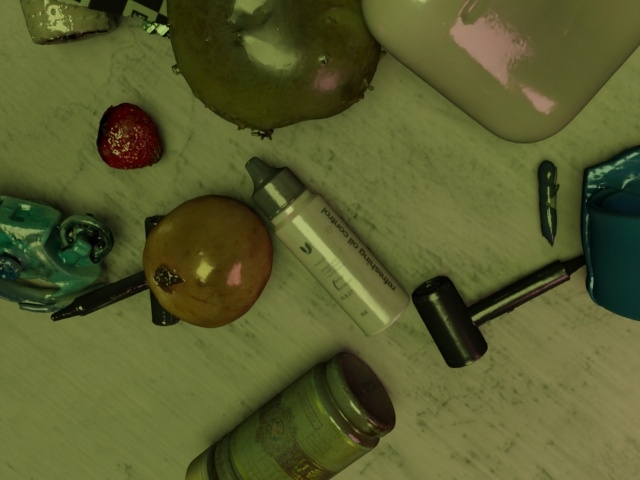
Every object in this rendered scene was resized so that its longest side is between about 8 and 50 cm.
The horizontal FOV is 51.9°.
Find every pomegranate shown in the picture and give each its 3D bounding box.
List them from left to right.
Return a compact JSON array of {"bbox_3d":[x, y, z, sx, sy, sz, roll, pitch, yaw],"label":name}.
[{"bbox_3d":[-0.159,0.031,0.946,0.191,0.191,0.191,2,106,7],"label":"pomegranate"}]

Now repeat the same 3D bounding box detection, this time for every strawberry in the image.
[{"bbox_3d":[-0.278,-0.149,0.961,0.106,0.106,0.106,2,106,7],"label":"strawberry"}]

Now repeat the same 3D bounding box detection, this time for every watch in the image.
[{"bbox_3d":[0.484,0.003,0.799,0.305,0.274,0.241,-8,103,10],"label":"watch"}]

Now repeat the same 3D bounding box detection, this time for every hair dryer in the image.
[{"bbox_3d":[-0.308,0.059,0.991,0.195,0.050,0.173,-10,107,-35],"label":"hair dryer"},{"bbox_3d":[0.268,0.073,0.969,0.255,0.070,0.128,-31,99,7],"label":"hair dryer"}]

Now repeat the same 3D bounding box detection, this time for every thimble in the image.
[{"bbox_3d":[-0.352,-0.323,0.914,0.115,0.102,0.090,-13,103,0],"label":"thimble"}]

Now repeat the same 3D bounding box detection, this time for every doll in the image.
[{"bbox_3d":[0.324,-0.052,0.931,0.027,0.037,0.125,-6,106,9],"label":"doll"}]

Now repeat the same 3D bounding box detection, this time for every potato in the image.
[{"bbox_3d":[-0.076,-0.315,0.824,0.270,0.219,0.359,-20,95,0],"label":"potato"}]

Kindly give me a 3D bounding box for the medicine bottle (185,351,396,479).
[{"bbox_3d":[-0.047,0.320,1.027,0.322,0.151,0.151,-40,97,16],"label":"medicine bottle"}]

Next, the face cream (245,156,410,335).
[{"bbox_3d":[0.000,0.000,0.964,0.092,0.092,0.311,-41,96,16],"label":"face cream"}]

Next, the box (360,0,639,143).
[{"bbox_3d":[0.234,-0.288,0.767,0.349,0.141,0.288,27,112,-34],"label":"box"}]

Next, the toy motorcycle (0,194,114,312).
[{"bbox_3d":[-0.452,0.021,1.011,0.260,0.154,0.206,13,127,-7],"label":"toy motorcycle"}]

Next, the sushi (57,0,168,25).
[{"bbox_3d":[-0.298,-0.393,0.842,0.280,0.043,0.192,1,114,-27],"label":"sushi"}]

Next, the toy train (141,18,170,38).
[{"bbox_3d":[-0.215,-0.319,0.933,0.083,0.033,0.053,-38,101,16],"label":"toy train"}]
